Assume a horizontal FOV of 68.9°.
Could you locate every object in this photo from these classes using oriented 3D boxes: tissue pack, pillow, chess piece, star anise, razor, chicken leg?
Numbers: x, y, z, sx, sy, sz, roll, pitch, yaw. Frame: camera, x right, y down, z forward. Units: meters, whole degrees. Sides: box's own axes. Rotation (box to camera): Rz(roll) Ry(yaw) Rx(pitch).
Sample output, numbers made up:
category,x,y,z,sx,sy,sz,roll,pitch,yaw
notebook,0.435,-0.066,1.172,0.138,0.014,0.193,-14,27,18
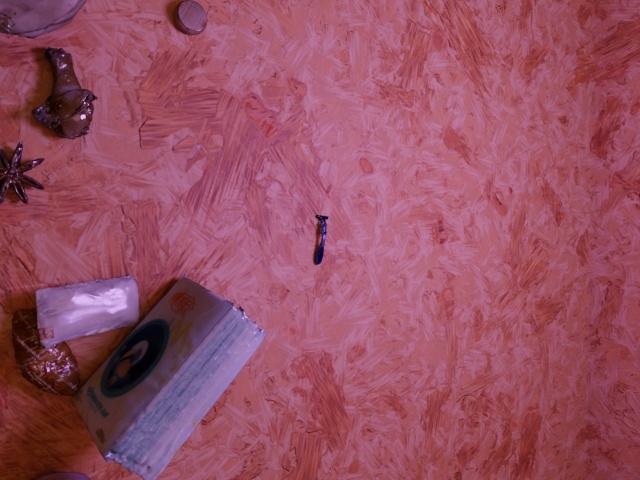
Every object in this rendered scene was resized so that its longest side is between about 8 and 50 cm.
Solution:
category,x,y,z,sx,sy,sz,roll,pitch,yaw
tissue pack,-0.348,0.292,1.072,0.388,0.287,0.162,-51,127,-19
pillow,-0.527,0.157,1.071,0.229,0.051,0.128,-9,88,-48
chess piece,-0.329,-0.567,1.187,0.084,0.038,0.083,-1,91,-34
star anise,-0.662,-0.139,0.998,0.141,0.042,0.141,0,90,-34
razor,0.003,0.000,1.430,0.044,0.028,0.154,7,88,-32
chicken leg,-0.560,-0.325,1.034,0.125,0.080,0.196,8,87,-19

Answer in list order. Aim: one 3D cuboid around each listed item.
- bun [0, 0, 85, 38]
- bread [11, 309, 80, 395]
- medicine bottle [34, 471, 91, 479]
category,x,y,z,sx,sy,sz,roll,pitch,yaw
bun,-0.616,-0.505,0.855,0.362,0.326,0.234,0,115,-18
bread,-0.612,0.259,1.033,0.105,0.076,0.233,-31,107,-29
medicine bottle,-0.590,0.661,1.022,0.152,0.152,0.254,9,88,-32
